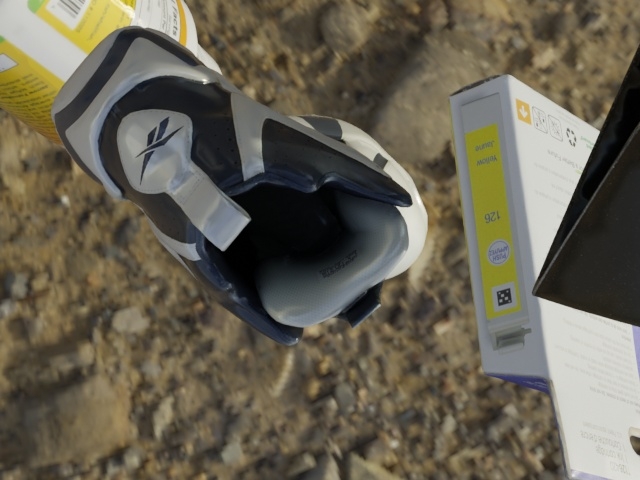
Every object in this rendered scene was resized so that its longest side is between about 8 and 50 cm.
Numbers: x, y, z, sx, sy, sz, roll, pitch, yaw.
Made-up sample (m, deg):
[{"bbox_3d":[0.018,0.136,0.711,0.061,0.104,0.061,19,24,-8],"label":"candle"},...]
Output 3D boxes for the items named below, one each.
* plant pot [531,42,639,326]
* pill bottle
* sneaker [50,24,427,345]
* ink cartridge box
[{"bbox_3d":[0.216,-0.052,0.617,0.167,0.188,0.187,26,152,5],"label":"plant pot"},{"bbox_3d":[-0.168,-0.140,0.997,0.136,0.136,0.245,-42,146,7],"label":"pill bottle"},{"bbox_3d":[0.000,0.000,0.677,0.094,0.153,0.235,-47,140,6],"label":"sneaker"},{"bbox_3d":[0.220,0.059,1.174,0.072,0.307,0.303,-17,156,34],"label":"ink cartridge box"}]
